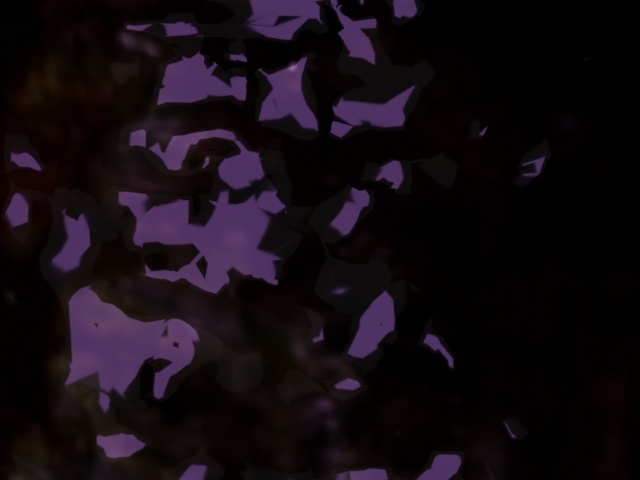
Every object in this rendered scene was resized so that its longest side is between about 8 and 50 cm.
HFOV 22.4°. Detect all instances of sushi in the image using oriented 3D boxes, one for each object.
[{"bbox_3d":[-0.001,0.002,0.592,0.299,0.281,0.294,12,102,21],"label":"sushi"}]

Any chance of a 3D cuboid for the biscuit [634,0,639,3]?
[{"bbox_3d":[0.093,-0.163,0.473,0.407,0.407,0.091,41,120,22],"label":"biscuit"}]
